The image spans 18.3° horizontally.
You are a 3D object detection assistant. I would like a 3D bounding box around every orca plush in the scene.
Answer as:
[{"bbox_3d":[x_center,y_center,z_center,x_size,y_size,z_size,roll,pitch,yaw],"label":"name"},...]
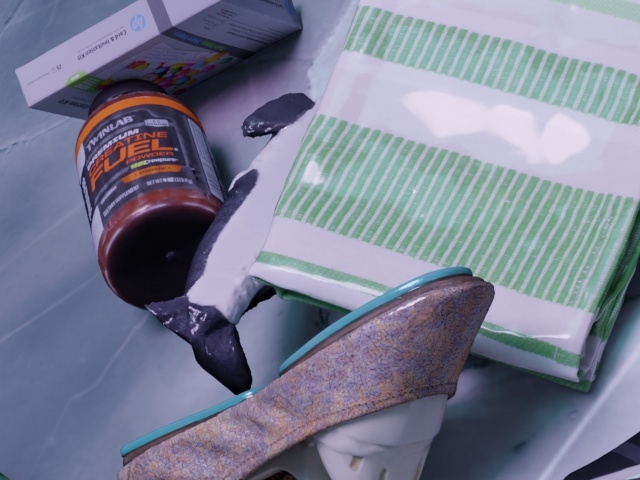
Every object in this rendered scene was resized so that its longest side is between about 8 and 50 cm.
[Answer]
[{"bbox_3d":[0.000,0.000,1.363,0.151,0.102,0.287,15,53,15],"label":"orca plush"}]

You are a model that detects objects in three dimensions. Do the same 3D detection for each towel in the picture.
[{"bbox_3d":[0.115,-0.087,1.259,0.248,0.038,0.324,16,76,24],"label":"towel"}]

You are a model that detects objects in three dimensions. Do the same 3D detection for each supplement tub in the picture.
[{"bbox_3d":[-0.128,-0.042,1.496,0.106,0.106,0.198,-35,38,10],"label":"supplement tub"}]

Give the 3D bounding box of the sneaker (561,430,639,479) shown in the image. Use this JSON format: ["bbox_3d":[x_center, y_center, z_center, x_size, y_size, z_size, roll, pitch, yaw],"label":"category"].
[{"bbox_3d":[0.205,0.129,1.073,0.235,0.084,0.097,-27,16,19],"label":"sneaker"}]

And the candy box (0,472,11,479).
[{"bbox_3d":[-0.262,0.280,1.292,0.268,0.122,0.317,-53,39,-10],"label":"candy box"}]

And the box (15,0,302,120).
[{"bbox_3d":[-0.127,-0.152,1.576,0.186,0.145,0.038,-25,77,21],"label":"box"}]

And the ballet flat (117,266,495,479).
[{"bbox_3d":[0.001,0.121,1.201,0.316,0.108,0.106,-33,71,41],"label":"ballet flat"}]
